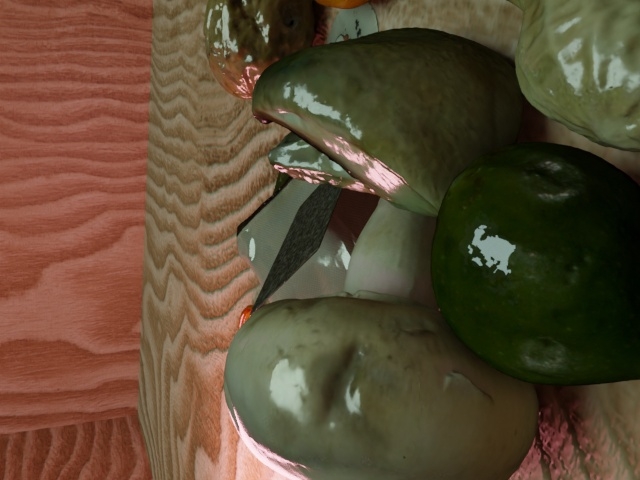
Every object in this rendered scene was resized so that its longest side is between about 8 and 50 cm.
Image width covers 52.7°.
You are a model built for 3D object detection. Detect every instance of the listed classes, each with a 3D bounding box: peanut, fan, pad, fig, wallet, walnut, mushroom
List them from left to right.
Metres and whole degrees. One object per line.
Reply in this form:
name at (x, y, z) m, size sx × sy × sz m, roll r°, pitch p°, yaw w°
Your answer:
walnut at (-0.104, -0.369, 1.120) m, size 0.198 × 0.198 × 0.245 m, roll -176°, pitch 91°, yaw -65°
pad at (-0.016, -0.021, 0.829) m, size 0.158 × 0.003 × 0.235 m, roll -45°, pitch 16°, yaw 39°
wallet at (-0.003, -0.001, 0.988) m, size 0.335 × 0.068 × 0.274 m, roll -43°, pitch 63°, yaw 39°
fan at (0.018, -0.255, 1.070) m, size 0.329 × 0.009 × 0.190 m, roll 135°, pitch 127°, yaw -58°
mushroom at (0.060, -0.165, 0.691) m, size 0.217 × 0.212 × 0.292 m, roll -58°, pitch 27°, yaw -9°
mushroom at (0.064, 0.141, 0.690) m, size 0.356 × 0.315 × 0.315 m, roll -59°, pitch -19°, yaw -64°
peanut at (0.208, -0.191, 0.523) m, size 0.136 × 0.120 × 0.298 m, roll -28°, pitch 59°, yaw 22°
fig at (0.209, 0.028, 0.506) m, size 0.245 × 0.195 × 0.195 m, roll 24°, pitch 120°, yaw 24°

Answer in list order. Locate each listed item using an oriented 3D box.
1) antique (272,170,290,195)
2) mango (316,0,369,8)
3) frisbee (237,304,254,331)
antique at (-0.042, -0.046, 1.141) m, size 0.081 × 0.080 × 0.221 m, roll 63°, pitch 144°, yaw 40°
mango at (0.031, -0.397, 0.910) m, size 0.227 × 0.109 × 0.147 m, roll 180°, pitch 84°, yaw -67°
frisbee at (-0.141, 0.238, 1.431) m, size 0.192 × 0.035 × 0.192 m, roll 177°, pitch 90°, yaw -65°
